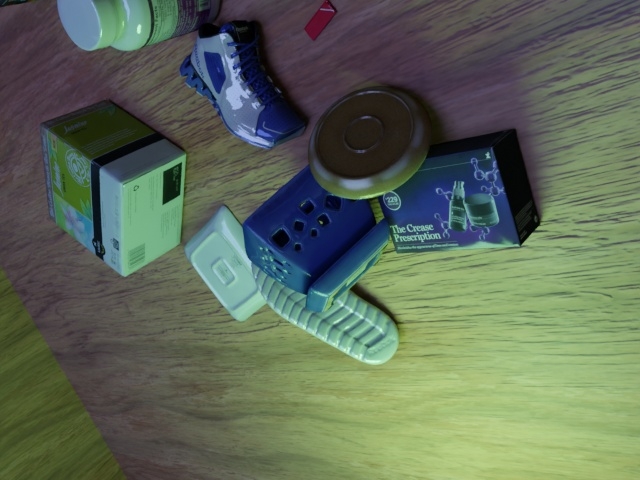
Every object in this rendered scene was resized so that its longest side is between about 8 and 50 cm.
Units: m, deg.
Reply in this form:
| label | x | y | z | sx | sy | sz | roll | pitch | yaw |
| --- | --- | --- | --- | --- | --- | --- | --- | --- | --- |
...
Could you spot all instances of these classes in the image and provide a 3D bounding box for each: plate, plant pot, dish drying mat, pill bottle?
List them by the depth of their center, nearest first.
| label | x | y | z | sx | sy | sz | roll | pitch | yaw |
| --- | --- | --- | --- | --- | --- | --- | --- | --- | --- |
| plant pot | 0.082 | -0.186 | 1.147 | 0.236 | 0.236 | 0.032 | 22 | 166 | 29 |
| dish drying mat | -0.002 | -0.420 | 1.213 | 0.032 | 0.008 | 0.083 | 52 | 137 | 0 |
| plant pot | 0.000 | 0.000 | 1.268 | 0.212 | 0.236 | 0.236 | 46 | 166 | 10 |
| pill bottle | -0.359 | -0.478 | 1.271 | 0.169 | 0.301 | 0.169 | 22 | 129 | 30 |
| plate | -0.250 | 0.078 | 1.730 | 0.277 | 0.045 | 0.278 | 53 | 137 | 1 |

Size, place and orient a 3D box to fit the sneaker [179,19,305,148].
| label | x | y | z | sx | sy | sz | roll | pitch | yaw |
| --- | --- | --- | --- | --- | --- | --- | --- | --- | --- |
| sneaker | -0.164 | -0.346 | 1.316 | 0.315 | 0.127 | 0.182 | 42 | 138 | 14 |

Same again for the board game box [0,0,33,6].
| label | x | y | z | sx | sy | sz | roll | pitch | yaw |
| --- | --- | --- | --- | --- | --- | --- | --- | --- | --- |
| board game box | -0.765 | -0.659 | 1.628 | 0.170 | 0.141 | 0.048 | -13 | 107 | 46 |

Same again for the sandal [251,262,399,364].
| label | x | y | z | sx | sy | sz | roll | pitch | yaw |
| --- | --- | --- | --- | --- | --- | --- | --- | --- | --- |
| sandal | 0.000 | 0.148 | 1.508 | 0.416 | 0.169 | 0.102 | 41 | 176 | 13 |

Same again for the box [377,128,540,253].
| label | x | y | z | sx | sy | sz | roll | pitch | yaw |
| --- | --- | --- | --- | --- | --- | --- | --- | --- | --- |
| box | 0.239 | -0.082 | 1.159 | 0.261 | 0.103 | 0.184 | -6 | 110 | 43 |

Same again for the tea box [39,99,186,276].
| label | x | y | z | sx | sy | sz | roll | pitch | yaw |
| --- | --- | --- | --- | --- | --- | --- | --- | --- | --- |
| tea box | -0.559 | -0.144 | 1.724 | 0.323 | 0.220 | 0.329 | 33 | 134 | 21 |
